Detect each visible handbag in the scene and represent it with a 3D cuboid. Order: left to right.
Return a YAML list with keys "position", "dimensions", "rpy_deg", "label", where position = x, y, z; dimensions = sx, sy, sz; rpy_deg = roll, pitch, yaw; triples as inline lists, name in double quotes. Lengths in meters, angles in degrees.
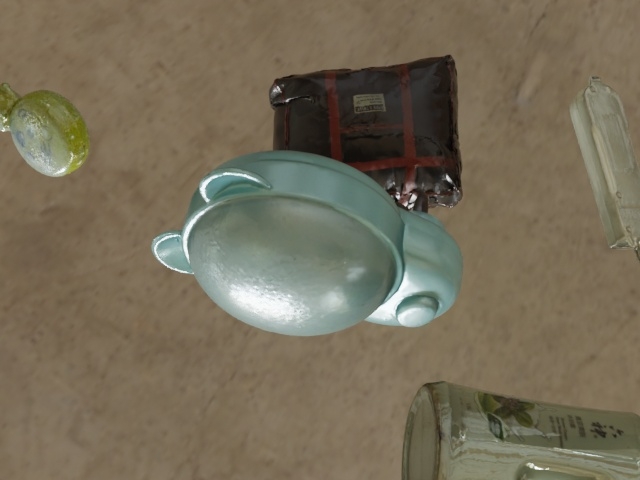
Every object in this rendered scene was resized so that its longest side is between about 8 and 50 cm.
- position: [0.053, -0.107, 1.827]
  dimensions: [0.215, 0.155, 0.169]
  rpy_deg: [-6, 84, 0]
  label: "handbag"

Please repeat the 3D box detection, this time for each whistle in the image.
- position: [-0.352, -0.148, 1.938]
  dimensions: [0.198, 0.057, 0.104]
  rpy_deg: [30, 134, 23]
  label: "whistle"

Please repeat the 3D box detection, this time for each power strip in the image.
- position: [0.273, -0.061, 1.519]
  dimensions: [0.030, 0.047, 0.191]
  rpy_deg: [-34, 66, 55]
  label: "power strip"

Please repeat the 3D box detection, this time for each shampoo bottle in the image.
- position: [0.186, 0.181, 1.279]
  dimensions: [0.234, 0.118, 0.087]
  rpy_deg: [10, 150, -14]
  label: "shampoo bottle"

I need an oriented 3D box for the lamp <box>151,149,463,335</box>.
- position: [0.000, 0.011, 1.541]
  dimensions: [0.284, 0.147, 0.209]
  rpy_deg: [5, 154, -28]
  label: "lamp"
